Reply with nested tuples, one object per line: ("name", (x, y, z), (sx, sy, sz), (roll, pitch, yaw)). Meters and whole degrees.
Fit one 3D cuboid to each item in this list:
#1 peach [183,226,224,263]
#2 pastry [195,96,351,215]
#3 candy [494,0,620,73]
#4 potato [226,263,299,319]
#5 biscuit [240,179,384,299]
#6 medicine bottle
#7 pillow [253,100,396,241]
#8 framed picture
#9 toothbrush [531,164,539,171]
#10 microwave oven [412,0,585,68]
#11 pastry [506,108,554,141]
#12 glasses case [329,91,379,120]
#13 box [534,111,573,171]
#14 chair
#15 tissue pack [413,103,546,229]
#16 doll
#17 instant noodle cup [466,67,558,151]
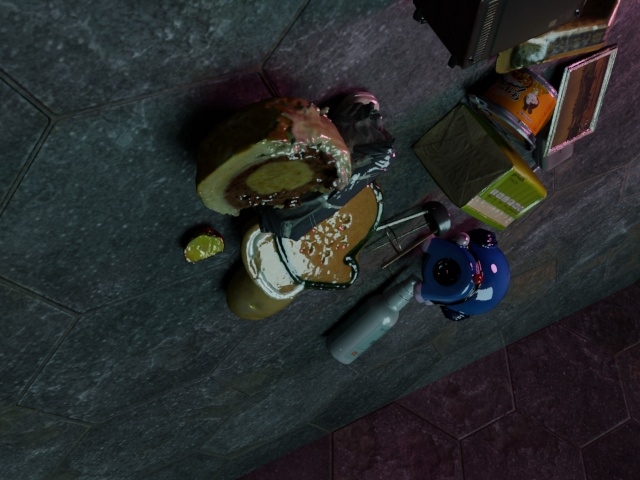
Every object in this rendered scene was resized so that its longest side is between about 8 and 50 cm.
("peach", (-0.235, 0.009, 1.564), (0.077, 0.050, 0.083), (17, 119, -29))
("pastry", (-0.097, -0.151, 1.312), (0.256, 0.170, 0.237), (-24, 155, 37))
("candy", (0.471, -0.416, 1.577), (0.271, 0.101, 0.143), (-19, 144, -15))
("potato", (-0.123, 0.098, 1.767), (0.150, 0.146, 0.234), (25, 124, -23))
("biscuit", (0.001, 0.001, 1.652), (0.344, 0.057, 0.287), (-34, 126, -15))
("medicine bottle", (0.167, 0.225, 2.331), (0.352, 0.110, 0.110), (-45, 152, 22))
("pillow", (-0.005, -0.117, 1.445), (0.335, 0.161, 0.093), (-38, 147, 27))
("framed picture", (0.628, -0.333, 1.889), (0.197, 0.014, 0.252), (-26, 138, -27))
("toothbrush", (0.589, -0.188, 2.200), (0.193, 0.013, 0.019), (-44, 159, 22))
("microwave oven", (0.288, -0.422, 1.248), (0.248, 0.188, 0.178), (-26, 154, -12))
("pastry", (0.481, -0.294, 1.813), (0.153, 0.081, 0.153), (-24, 149, -16))
("glasses case", (0.044, -0.201, 1.509), (0.081, 0.051, 0.204), (-4, 140, -33))
("box", (0.608, -0.270, 2.032), (0.103, 0.055, 0.243), (-34, 155, 1))
("chair", (0.221, -0.020, 2.000), (0.222, 0.104, 0.095), (-26, 180, -4))
("tissue pack", (0.370, -0.160, 1.785), (0.167, 0.200, 0.275), (-41, 153, 19))
("doll", (0.410, 0.097, 2.238), (0.310, 0.240, 0.284), (11, 102, -63))
("instant noodle cup", (0.424, -0.294, 1.671), (0.125, 0.177, 0.208), (-52, 138, 8))
